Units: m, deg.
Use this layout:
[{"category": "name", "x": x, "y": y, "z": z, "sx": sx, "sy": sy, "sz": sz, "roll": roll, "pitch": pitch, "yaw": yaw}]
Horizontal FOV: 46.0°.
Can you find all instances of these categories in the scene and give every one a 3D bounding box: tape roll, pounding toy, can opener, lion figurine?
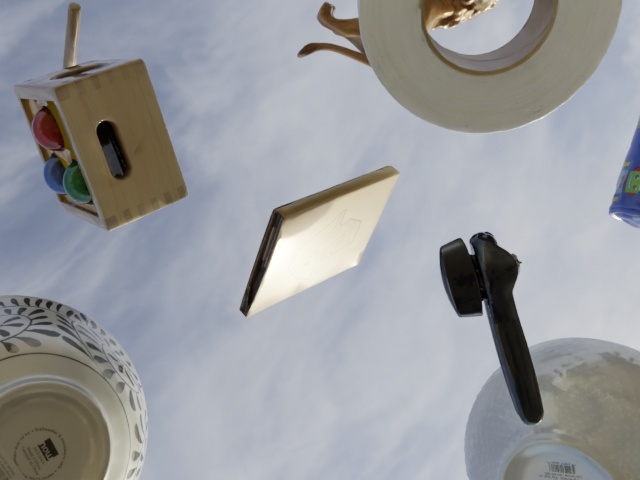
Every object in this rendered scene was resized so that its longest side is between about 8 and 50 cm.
[{"category": "tape roll", "x": 0.180, "y": -0.269, "z": 0.846, "sx": 0.286, "sy": 0.100, "sz": 0.286, "roll": 1, "pitch": -65, "yaw": 2}, {"category": "pounding toy", "x": -0.233, "y": -0.119, "z": 0.700, "sx": 0.094, "sy": 0.206, "sz": 0.181, "roll": -28, "pitch": -65, "yaw": -29}, {"category": "can opener", "x": 0.170, "y": 0.080, "z": 0.704, "sx": 0.059, "sy": 0.073, "sz": 0.186, "roll": -29, "pitch": -81, "yaw": -74}, {"category": "lion figurine", "x": 0.149, "y": -0.391, "z": 1.309, "sx": 0.240, "sy": 0.142, "sz": 0.392, "roll": 36, "pitch": -109, "yaw": -5}]

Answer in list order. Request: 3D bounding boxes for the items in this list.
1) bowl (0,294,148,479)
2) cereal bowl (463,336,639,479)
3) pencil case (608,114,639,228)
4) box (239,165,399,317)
[{"category": "bowl", "x": -0.162, "y": 0.112, "z": 0.413, "sx": 0.170, "sy": 0.080, "sz": 0.170, "roll": 6, "pitch": -101, "yaw": -33}, {"category": "cereal bowl", "x": 0.328, "y": 0.301, "z": 0.955, "sx": 0.141, "sy": 0.338, "sz": 0.339, "roll": -18, "pitch": -86, "yaw": -51}, {"category": "pencil case", "x": 0.487, "y": -0.154, "z": 0.995, "sx": 0.133, "sy": 0.119, "sz": 0.306, "roll": 20, "pitch": -91, "yaw": -25}, {"category": "box", "x": 0.000, "y": 0.000, "z": 0.909, "sx": 0.201, "sy": 0.164, "sz": 0.021, "roll": -24, "pitch": -123, "yaw": -42}]
